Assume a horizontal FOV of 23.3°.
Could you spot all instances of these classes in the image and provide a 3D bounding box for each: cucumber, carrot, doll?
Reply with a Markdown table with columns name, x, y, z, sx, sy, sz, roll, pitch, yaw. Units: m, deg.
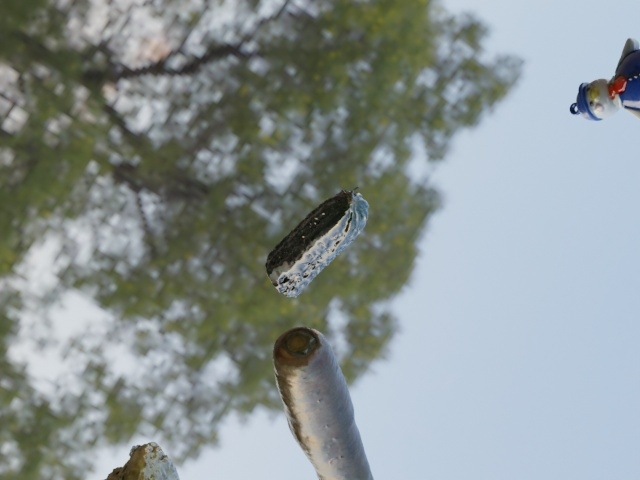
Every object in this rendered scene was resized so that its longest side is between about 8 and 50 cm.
| name | x | y | z | sx | sy | sz | roll | pitch | yaw |
| --- | --- | --- | --- | --- | --- | --- | --- | --- | --- |
| cucumber | 0.000 | -0.001 | 2.108 | 0.265 | 0.077 | 0.077 | -43 | -157 | 51 |
| carrot | 0.016 | 0.213 | 1.545 | 0.070 | 0.342 | 0.070 | -11 | -139 | 9 |
| doll | 0.319 | -0.159 | 1.614 | 0.143 | 0.057 | 0.099 | -21 | -107 | 40 |

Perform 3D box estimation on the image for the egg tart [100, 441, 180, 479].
| name | x | y | z | sx | sy | sz | roll | pitch | yaw |
| --- | --- | --- | --- | --- | --- | --- | --- | --- | --- |
| egg tart | -0.223 | 0.367 | 1.749 | 0.294 | 0.123 | 0.294 | 180 | -90 | -88 |
